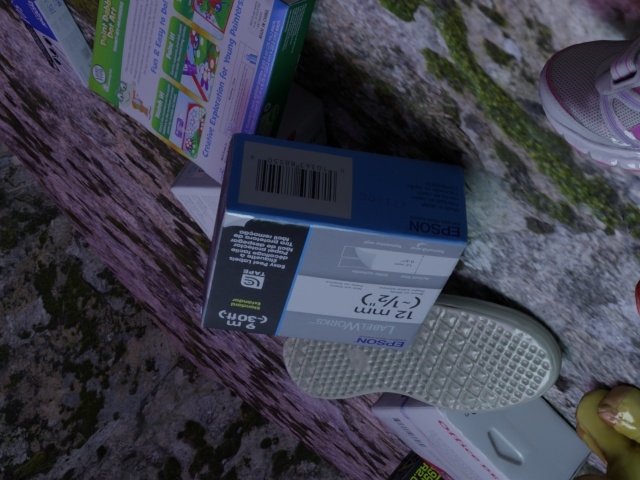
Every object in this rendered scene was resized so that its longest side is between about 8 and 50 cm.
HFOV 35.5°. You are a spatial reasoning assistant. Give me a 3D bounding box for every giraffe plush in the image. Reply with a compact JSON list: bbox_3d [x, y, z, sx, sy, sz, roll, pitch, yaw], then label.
[{"bbox_3d":[0.368,0.301,1.197,0.210,0.170,0.181,34,161,27],"label":"giraffe plush"}]

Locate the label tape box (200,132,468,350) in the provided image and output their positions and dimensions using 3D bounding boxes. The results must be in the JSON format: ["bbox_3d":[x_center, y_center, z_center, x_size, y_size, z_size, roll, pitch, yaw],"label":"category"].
[{"bbox_3d":[-0.003,0.042,1.138,0.249,0.115,0.348,7,143,-9],"label":"label tape box"}]

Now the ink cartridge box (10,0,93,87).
[{"bbox_3d":[-0.436,-0.346,1.626,0.097,0.046,0.207,32,160,27],"label":"ink cartridge box"}]

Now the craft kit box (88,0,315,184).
[{"bbox_3d":[-0.139,-0.213,1.086,0.246,0.061,0.250,35,132,17],"label":"craft kit box"}]

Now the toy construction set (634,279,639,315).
[{"bbox_3d":[0.344,0.048,0.531,0.327,0.215,0.151,4,109,32],"label":"toy construction set"}]

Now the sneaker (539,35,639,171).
[{"bbox_3d":[0.241,-0.110,0.619,0.252,0.103,0.111,12,144,46],"label":"sneaker"}]

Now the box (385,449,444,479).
[{"bbox_3d":[0.185,0.425,1.838,0.060,0.216,0.270,42,163,8],"label":"box"}]

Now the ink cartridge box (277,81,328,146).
[{"bbox_3d":[-0.047,-0.108,1.227,0.063,0.109,0.150,35,162,18],"label":"ink cartridge box"}]

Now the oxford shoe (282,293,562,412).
[{"bbox_3d":[0.137,0.142,1.376,0.449,0.130,0.169,-8,102,45],"label":"oxford shoe"}]

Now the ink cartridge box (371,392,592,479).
[{"bbox_3d":[0.236,0.289,1.535,0.226,0.131,0.306,45,162,-5],"label":"ink cartridge box"}]

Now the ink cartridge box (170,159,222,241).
[{"bbox_3d":[0.000,0.000,1.501,0.385,0.091,0.308,3,140,39],"label":"ink cartridge box"}]
